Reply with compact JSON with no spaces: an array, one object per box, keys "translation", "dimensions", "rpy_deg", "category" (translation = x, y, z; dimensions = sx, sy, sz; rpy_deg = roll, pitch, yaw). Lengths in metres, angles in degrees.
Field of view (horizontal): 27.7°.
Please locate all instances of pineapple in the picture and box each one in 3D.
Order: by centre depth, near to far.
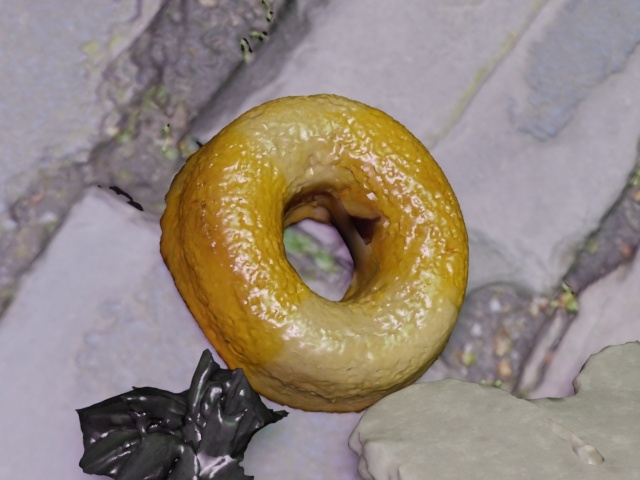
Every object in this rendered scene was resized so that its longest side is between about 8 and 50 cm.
[{"translation":[-0.079,0.167,0.632],"dimensions":[0.111,0.119,0.237],"rpy_deg":[-4,57,33],"category":"pineapple"}]

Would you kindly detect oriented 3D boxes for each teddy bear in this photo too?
[{"translation":[0.166,0.297,0.640],"dimensions":[0.328,0.375,0.362],"rpy_deg":[-8,113,-16],"category":"teddy bear"}]

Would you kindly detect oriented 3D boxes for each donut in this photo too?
[{"translation":[0.002,0.000,0.734],"dimensions":[0.174,0.074,0.190],"rpy_deg":[-8,71,-16],"category":"donut"}]
